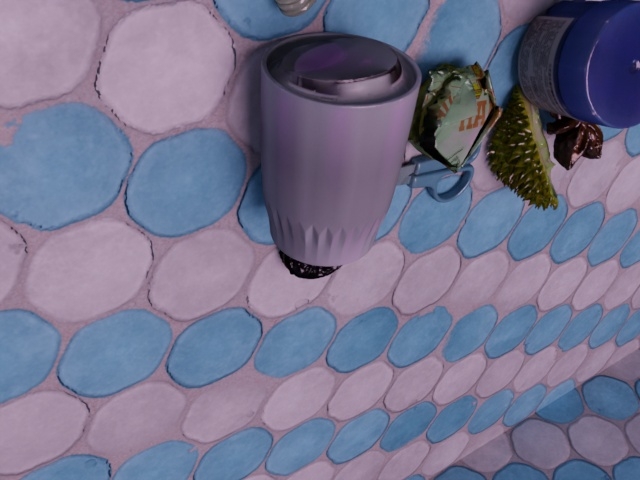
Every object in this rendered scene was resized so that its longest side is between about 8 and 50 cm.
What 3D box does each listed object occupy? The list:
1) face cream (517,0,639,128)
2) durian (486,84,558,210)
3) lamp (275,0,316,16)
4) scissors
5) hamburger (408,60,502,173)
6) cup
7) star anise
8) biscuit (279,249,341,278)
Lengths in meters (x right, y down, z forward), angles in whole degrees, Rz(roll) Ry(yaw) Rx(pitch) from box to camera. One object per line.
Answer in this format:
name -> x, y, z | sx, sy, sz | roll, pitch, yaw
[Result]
face cream -> 0.569, -0.373, 1.444 | 0.249, 0.225, 0.248 | -10, 114, -22
durian -> 0.504, -0.193, 1.643 | 0.169, 0.158, 0.352 | -50, 137, -11
lamp -> -0.067, -0.411, 1.022 | 0.106, 0.106, 0.193 | -42, 149, -2
scissors -> 0.173, -0.140, 1.502 | 0.447, 0.029, 0.192 | -13, 131, -31
hamburger -> 0.253, -0.267, 1.392 | 0.235, 0.125, 0.214 | 24, 92, -41
cup -> 0.017, -0.156, 1.197 | 0.254, 0.253, 0.371 | -18, 137, -27
star anise -> 0.622, -0.292, 1.669 | 0.220, 0.099, 0.214 | -35, 116, -22
biscuit -> 0.000, 0.000, 1.462 | 0.195, 0.053, 0.194 | -23, 136, -24
